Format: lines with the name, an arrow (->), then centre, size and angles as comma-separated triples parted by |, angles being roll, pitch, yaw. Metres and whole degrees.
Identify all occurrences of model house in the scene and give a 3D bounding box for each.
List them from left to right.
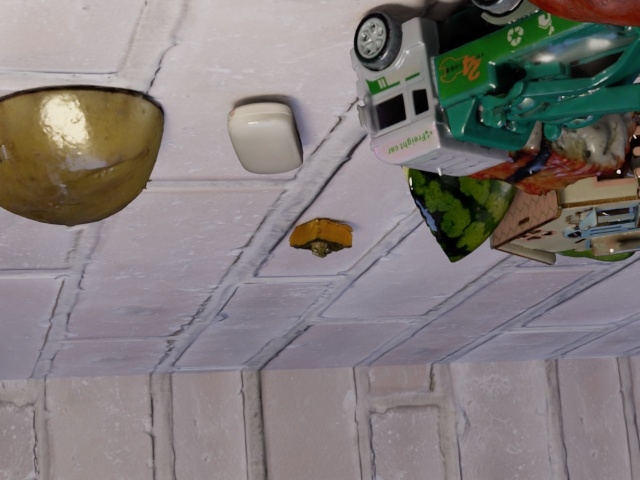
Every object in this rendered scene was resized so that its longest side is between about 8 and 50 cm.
model house -> 0.343, -0.052, 1.971 | 0.244, 0.169, 0.326 | -4, 167, 6

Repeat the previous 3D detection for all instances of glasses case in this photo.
glasses case -> -0.065, -0.122, 1.790 | 0.081, 0.051, 0.204 | -4, 166, 2

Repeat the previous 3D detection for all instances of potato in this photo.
potato -> -0.309, -0.087, 1.752 | 0.239, 0.116, 0.299 | 7, 161, -25

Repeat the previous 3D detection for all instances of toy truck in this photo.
toy truck -> 0.193, -0.174, 1.426 | 0.176, 0.178, 0.363 | 9, 164, -43

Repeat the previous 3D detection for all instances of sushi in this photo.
sushi -> 0.230, -0.133, 1.718 | 0.332, 0.130, 0.124 | 12, 164, -34

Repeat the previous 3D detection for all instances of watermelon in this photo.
watermelon -> 0.160, -0.046, 1.866 | 0.159, 0.128, 0.303 | 4, 158, 24

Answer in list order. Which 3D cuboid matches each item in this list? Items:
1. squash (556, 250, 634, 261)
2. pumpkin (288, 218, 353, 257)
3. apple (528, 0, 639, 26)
squash -> 0.411, -0.011, 2.258 | 0.082, 0.082, 0.292 | -2, -178, -10
pumpkin -> 0.000, 0.000, 2.295 | 0.074, 0.054, 0.083 | 10, 165, -33
apple -> 0.215, -0.255, 1.007 | 0.233, 0.234, 0.234 | -4, 166, -1
